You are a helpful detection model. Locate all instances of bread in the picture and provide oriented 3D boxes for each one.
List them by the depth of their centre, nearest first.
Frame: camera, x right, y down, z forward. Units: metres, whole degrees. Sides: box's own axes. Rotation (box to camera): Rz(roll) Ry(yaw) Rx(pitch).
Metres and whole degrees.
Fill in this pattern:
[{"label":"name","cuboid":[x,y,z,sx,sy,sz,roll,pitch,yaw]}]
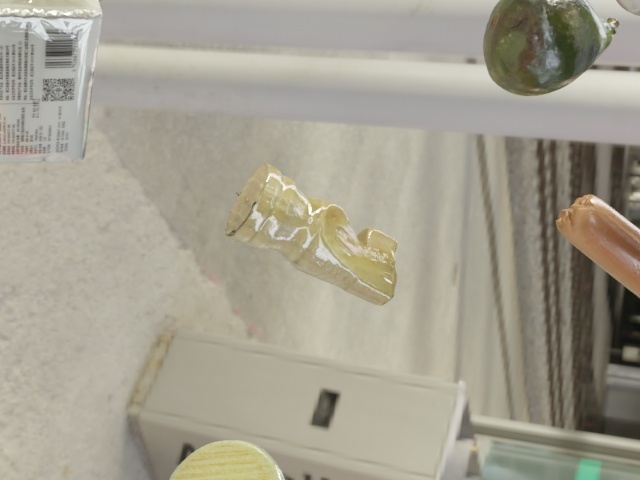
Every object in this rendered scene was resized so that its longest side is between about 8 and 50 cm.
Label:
[{"label":"bread","cuboid":[-0.140,0.342,1.424,0.036,0.193,0.112,58,20,-56]}]

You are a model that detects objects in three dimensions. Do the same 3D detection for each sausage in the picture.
[{"label":"sausage","cuboid":[0.500,0.033,1.574,0.086,0.289,0.086,-51,-172,9]}]

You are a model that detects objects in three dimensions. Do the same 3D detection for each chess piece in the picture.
[{"label":"chess piece","cuboid":[0.000,0.000,1.650,0.137,0.301,0.137,-51,-160,27]}]

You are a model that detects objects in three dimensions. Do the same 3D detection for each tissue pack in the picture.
[{"label":"tissue pack","cuboid":[-0.220,-0.137,0.715,0.148,0.106,0.099,114,-34,-50]}]

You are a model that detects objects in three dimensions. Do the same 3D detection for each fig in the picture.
[{"label":"fig","cuboid":[0.390,-0.333,1.642,0.195,0.245,0.195,179,-90,-77]}]

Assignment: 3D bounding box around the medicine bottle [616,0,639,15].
[{"label":"medicine bottle","cuboid":[0.436,-0.475,1.388,0.130,0.130,0.340,23,53,-71]}]
